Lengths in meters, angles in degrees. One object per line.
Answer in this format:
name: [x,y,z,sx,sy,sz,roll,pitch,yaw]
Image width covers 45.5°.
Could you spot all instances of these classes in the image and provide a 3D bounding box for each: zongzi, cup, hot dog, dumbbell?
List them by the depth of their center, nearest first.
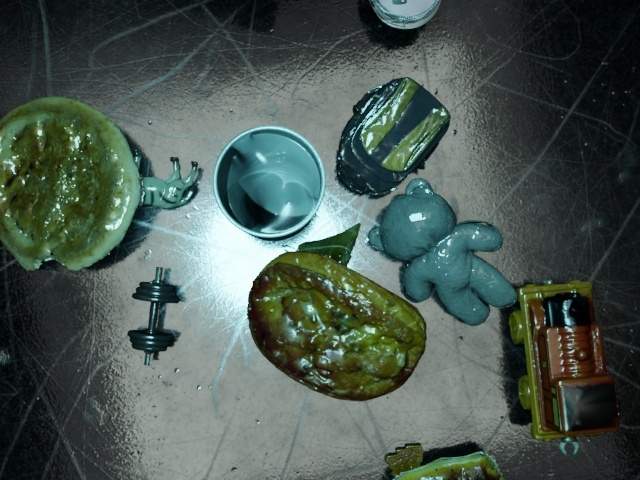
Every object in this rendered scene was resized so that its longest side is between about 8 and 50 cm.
cup: [-0.096,-0.099,1.529,0.206,0.312,0.205,0,87,-1]
hot dog: [0.030,0.174,1.585,0.388,0.174,0.267,28,104,1]
dumbbell: [-0.354,0.160,1.616,0.099,0.099,0.208,7,88,-1]
hot dog: [0.272,0.541,1.618,0.271,0.082,0.162,-13,99,-1]
zongzi: [0.000,0.000,1.670,0.154,0.062,0.130,13,66,14]

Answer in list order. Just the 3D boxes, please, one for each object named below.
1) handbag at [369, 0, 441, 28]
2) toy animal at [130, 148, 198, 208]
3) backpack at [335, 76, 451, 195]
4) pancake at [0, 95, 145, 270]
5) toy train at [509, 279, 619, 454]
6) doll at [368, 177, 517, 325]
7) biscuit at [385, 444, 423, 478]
handbag: [0.183,-0.564,1.658,0.179,0.116,0.205,-10,89,-1]
toy animal: [-0.377,-0.105,1.644,0.217,0.073,0.175,8,93,-6]
backpack: [0.141,-0.214,1.641,0.206,0.133,0.258,39,93,-8]
pancake: [-0.549,-0.111,1.602,0.382,0.071,0.382,0,88,14]
toy train: [0.506,0.264,1.571,0.163,0.231,0.369,-5,86,-3]
doll: [0.264,0.029,1.636,0.340,0.158,0.246,39,119,-12]
biscuit: [0.187,0.478,1.657,0.082,0.016,0.092,39,87,1]
